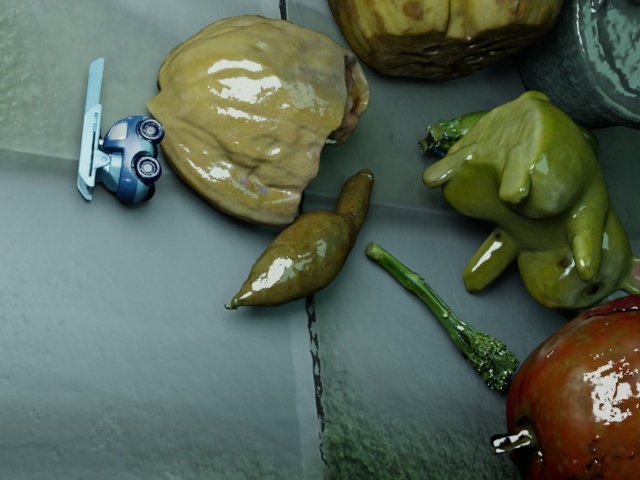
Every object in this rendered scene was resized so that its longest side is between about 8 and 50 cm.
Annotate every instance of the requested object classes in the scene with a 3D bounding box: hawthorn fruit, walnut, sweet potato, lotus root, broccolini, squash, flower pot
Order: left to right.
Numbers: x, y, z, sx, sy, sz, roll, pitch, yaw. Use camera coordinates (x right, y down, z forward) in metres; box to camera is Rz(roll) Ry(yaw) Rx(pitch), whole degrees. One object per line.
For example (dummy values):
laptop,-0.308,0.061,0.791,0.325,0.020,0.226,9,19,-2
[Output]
walnut,-0.052,-0.146,0.911,0.204,0.141,0.238,43,50,-13
sweet potato,0.003,-0.001,0.942,0.075,0.074,0.269,54,46,-10
broccolini,0.142,0.083,1.039,0.239,0.051,0.054,45,14,-13
lotus root,0.155,-0.325,1.051,0.316,0.316,0.250,-12,93,-40
squash,0.257,-0.129,1.184,0.331,0.087,0.087,0,74,-36
flower pot,0.423,-0.293,1.188,0.299,0.283,0.299,-1,94,-15
hawthorn fruit,0.361,0.216,1.007,0.316,0.316,0.316,14,65,-34

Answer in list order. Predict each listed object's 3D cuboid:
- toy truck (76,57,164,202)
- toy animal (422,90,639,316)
toy truck,-0.185,-0.102,0.842,0.074,0.063,0.136,7,65,-16
toy animal,0.286,0.009,1.076,0.180,0.181,0.363,-45,114,-28
